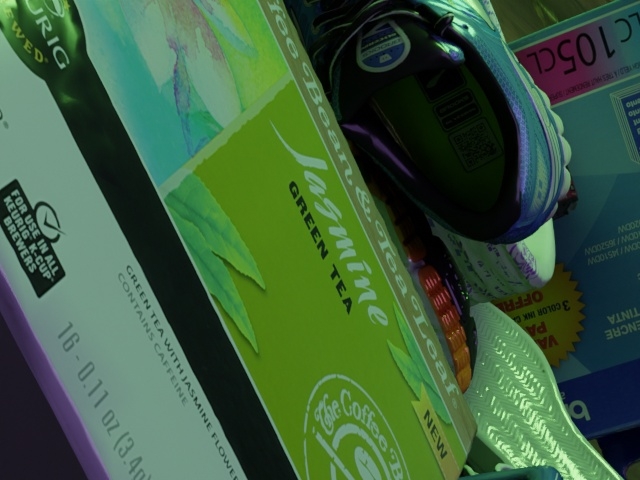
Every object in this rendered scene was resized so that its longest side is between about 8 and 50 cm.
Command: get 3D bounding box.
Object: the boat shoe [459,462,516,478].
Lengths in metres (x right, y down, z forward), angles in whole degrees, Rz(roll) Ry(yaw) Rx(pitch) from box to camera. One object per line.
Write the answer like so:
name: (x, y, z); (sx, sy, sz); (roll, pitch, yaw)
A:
boat shoe: (0.087, 0.195, 1.216); (0.306, 0.105, 0.113); (64, 23, -15)

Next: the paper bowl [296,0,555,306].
paper bowl: (0.063, -0.085, 1.315); (0.284, 0.148, 0.284); (-17, 90, -73)

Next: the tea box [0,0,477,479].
tea box: (-0.123, 0.035, 0.717); (0.329, 0.220, 0.323); (65, 22, -13)

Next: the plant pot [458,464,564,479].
plant pot: (0.014, 0.261, 0.841); (0.236, 0.236, 0.212); (-41, 115, -67)

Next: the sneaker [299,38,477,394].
sneaker: (0.000, 0.000, 1.143); (0.262, 0.121, 0.099); (59, 16, 5)

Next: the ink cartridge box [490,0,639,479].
ink cartridge box: (0.242, 0.020, 1.499); (0.151, 0.270, 0.396); (-6, 77, -65)

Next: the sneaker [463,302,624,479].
sneaker: (0.140, 0.187, 1.373); (0.169, 0.108, 0.292); (96, -28, -43)

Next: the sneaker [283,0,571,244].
sneaker: (0.044, -0.141, 1.084); (0.330, 0.129, 0.147); (56, 14, -2)
